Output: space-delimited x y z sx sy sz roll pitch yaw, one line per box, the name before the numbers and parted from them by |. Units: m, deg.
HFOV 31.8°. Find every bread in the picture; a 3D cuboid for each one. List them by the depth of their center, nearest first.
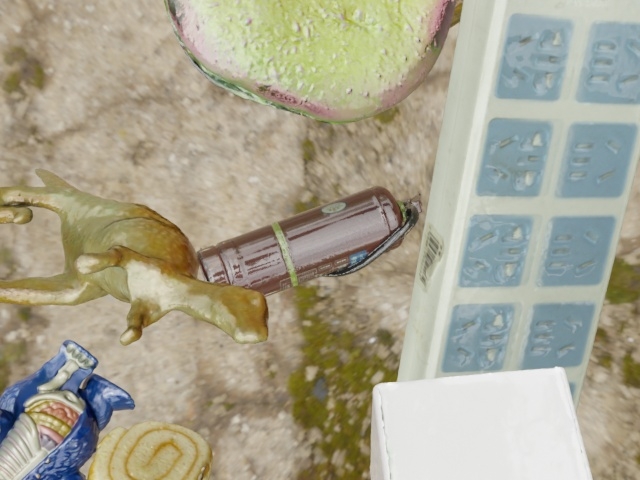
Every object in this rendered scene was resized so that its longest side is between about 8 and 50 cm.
bread | -0.002 -0.196 0.820 0.228 0.033 0.228 2 83 -18
bread | -0.183 0.250 1.186 0.122 0.149 0.073 20 120 4

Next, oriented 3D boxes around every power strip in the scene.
power strip | 0.113 -0.032 0.600 0.106 0.043 0.367 -2 115 -20

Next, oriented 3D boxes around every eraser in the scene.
eraser | 0.069 0.188 0.362 0.076 0.078 0.298 -5 52 -2

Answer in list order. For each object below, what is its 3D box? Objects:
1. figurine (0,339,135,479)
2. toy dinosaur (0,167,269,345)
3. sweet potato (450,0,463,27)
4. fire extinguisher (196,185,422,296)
figurine | -0.326 0.234 1.244 0.121 0.262 0.164 -7 116 46
toy dinosaur | -0.076 -0.001 0.449 0.126 0.162 0.039 5 112 2
sweet potato | 0.168 -0.294 1.297 0.244 0.077 0.077 -25 85 19
fire extinguisher | 0.000 0.000 1.574 0.341 0.141 0.105 -20 110 -11
